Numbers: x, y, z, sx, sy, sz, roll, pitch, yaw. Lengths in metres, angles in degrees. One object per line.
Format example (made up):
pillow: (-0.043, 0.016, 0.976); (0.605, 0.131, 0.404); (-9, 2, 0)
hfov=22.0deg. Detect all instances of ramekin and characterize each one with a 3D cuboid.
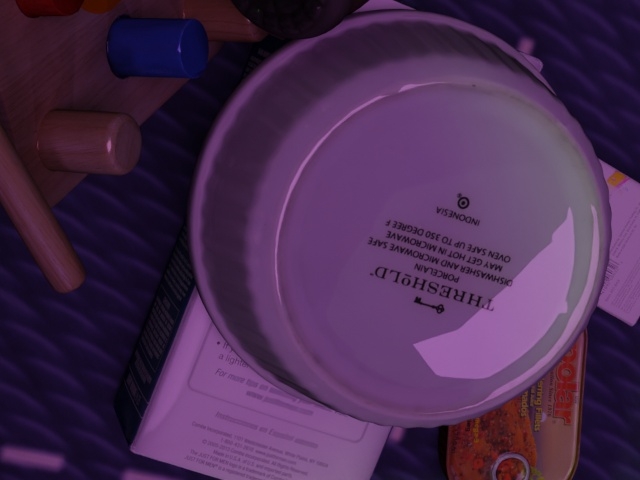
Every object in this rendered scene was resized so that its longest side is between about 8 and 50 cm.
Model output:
ramekin: (0.058, -0.007, 1.036); (0.273, 0.127, 0.272); (-3, 103, -14)

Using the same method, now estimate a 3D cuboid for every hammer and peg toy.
hammer and peg toy: (-0.164, -0.149, 0.947); (0.127, 0.361, 0.266); (5, 124, 25)

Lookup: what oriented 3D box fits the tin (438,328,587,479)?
tin: (0.144, 0.116, 1.240); (0.106, 0.040, 0.189); (1, 102, -9)

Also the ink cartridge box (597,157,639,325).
ink cartridge box: (0.178, -0.019, 1.189); (0.143, 0.090, 0.092); (30, 94, -16)

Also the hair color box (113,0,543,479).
hair color box: (0.000, 0.000, 1.145); (0.174, 0.105, 0.347); (20, 97, -18)

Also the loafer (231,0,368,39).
loafer: (0.007, -0.308, 0.966); (0.130, 0.134, 0.366); (-23, 126, -47)
